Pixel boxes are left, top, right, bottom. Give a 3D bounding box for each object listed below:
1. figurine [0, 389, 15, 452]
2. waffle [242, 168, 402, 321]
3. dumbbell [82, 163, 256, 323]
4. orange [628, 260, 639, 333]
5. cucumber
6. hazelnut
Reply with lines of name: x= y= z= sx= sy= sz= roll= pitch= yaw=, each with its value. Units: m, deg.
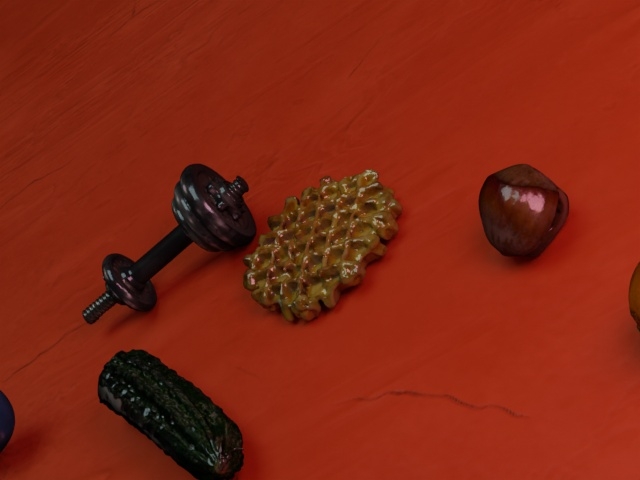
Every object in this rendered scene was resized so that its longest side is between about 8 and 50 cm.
figurine: x=-0.550 y=0.250 z=1.309 sx=0.416 sy=0.243 sz=0.298 roll=2 pitch=47 yaw=-5
waffle: x=-0.001 y=0.004 z=1.197 sx=0.191 sy=0.038 sz=0.191 roll=-27 pitch=36 yaw=23
dumbbell: x=-0.176 y=0.014 z=1.320 sx=0.254 sy=0.110 sz=0.110 roll=-40 pitch=33 yaw=17
orange: x=0.264 y=0.041 z=0.850 sx=0.083 sy=0.083 sz=0.084 roll=-27 pitch=37 yaw=23
cucumber: x=-0.141 y=0.170 z=1.135 sx=0.077 sy=0.077 sz=0.265 roll=-52 pitch=37 yaw=-12
hazelnut: x=0.175 y=-0.025 z=1.021 sx=0.086 sy=0.086 sz=0.086 roll=-27 pitch=37 yaw=23
